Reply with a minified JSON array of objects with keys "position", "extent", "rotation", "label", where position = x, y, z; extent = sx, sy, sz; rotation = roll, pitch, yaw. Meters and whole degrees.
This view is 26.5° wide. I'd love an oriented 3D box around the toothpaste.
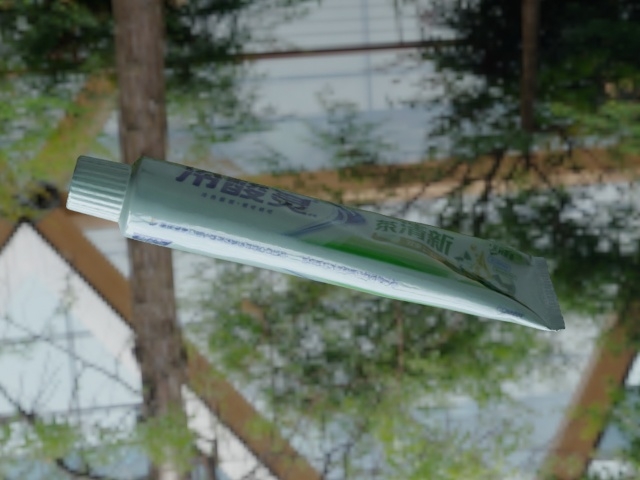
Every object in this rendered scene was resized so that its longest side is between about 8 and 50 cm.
[{"position":[0.000,0.000,0.802],"extent":[0.297,0.048,0.075],"rotation":[13,-148,-9],"label":"toothpaste"}]
